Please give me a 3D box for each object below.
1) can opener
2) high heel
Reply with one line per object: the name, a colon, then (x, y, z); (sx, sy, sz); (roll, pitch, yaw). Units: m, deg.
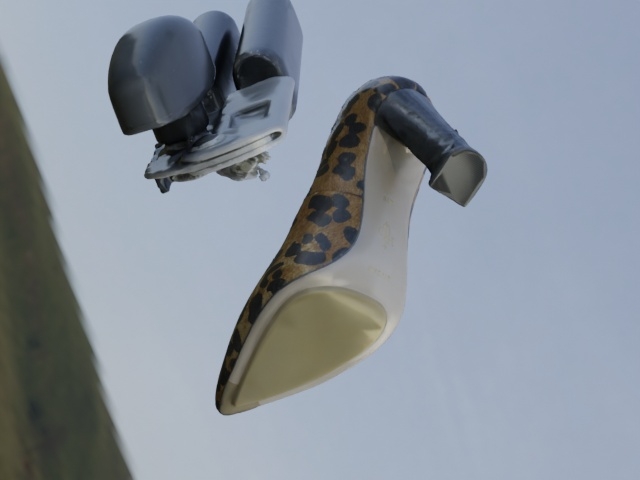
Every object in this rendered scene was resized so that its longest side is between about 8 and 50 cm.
can opener: (-0.050, -0.093, 1.014); (0.280, 0.074, 0.093); (-79, 150, -73)
high heel: (0.000, 0.000, 1.369); (0.093, 0.261, 0.186); (39, 7, -29)
